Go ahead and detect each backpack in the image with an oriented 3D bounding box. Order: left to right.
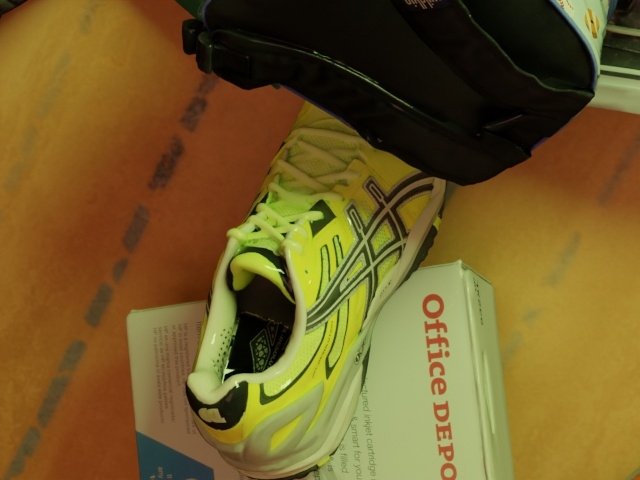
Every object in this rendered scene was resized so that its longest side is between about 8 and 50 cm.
[{"bbox_3d":[0.081,-0.180,1.360,0.263,0.213,0.276,41,140,-16],"label":"backpack"}]

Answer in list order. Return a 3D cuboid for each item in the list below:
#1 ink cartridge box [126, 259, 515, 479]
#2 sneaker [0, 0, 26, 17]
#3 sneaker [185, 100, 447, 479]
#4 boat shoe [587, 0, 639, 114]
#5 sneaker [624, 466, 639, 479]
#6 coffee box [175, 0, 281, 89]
[{"bbox_3d":[0.004,0.155,1.597,0.307,0.129,0.223,-9,79,16],"label":"ink cartridge box"},{"bbox_3d":[-0.288,-0.251,1.549,0.341,0.125,0.139,-35,96,20],"label":"sneaker"},{"bbox_3d":[0.000,0.000,1.483,0.145,0.147,0.384,8,72,23],"label":"sneaker"},{"bbox_3d":[0.262,-0.170,1.458,0.335,0.121,0.119,3,116,13],"label":"boat shoe"},{"bbox_3d":[0.270,0.349,1.661,0.180,0.124,0.321,45,113,-6],"label":"sneaker"},{"bbox_3d":[-0.072,-0.219,1.534,0.184,0.040,0.113,41,145,-4],"label":"coffee box"}]
